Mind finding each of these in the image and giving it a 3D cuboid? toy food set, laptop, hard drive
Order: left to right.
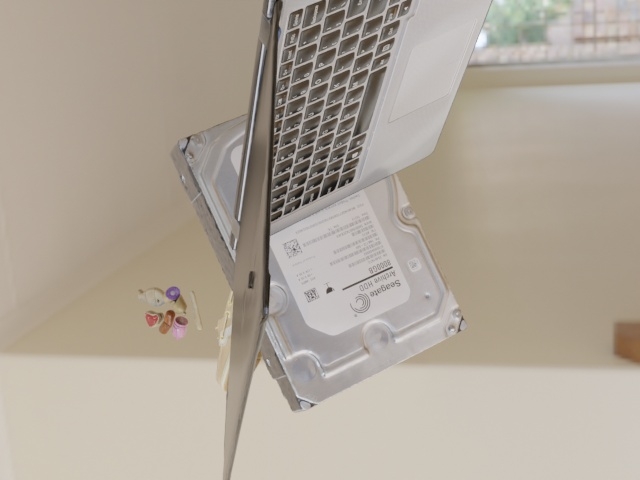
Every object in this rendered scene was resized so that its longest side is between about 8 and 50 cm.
[{"bbox_3d":[-0.219,0.104,1.638,0.019,0.122,0.078,-19,-82,-45],"label":"toy food set"},{"bbox_3d":[0.000,0.000,1.348,0.339,0.237,0.064,66,158,2],"label":"hard drive"},{"bbox_3d":[0.041,-0.031,0.999,0.236,0.408,0.382,54,156,20],"label":"laptop"}]

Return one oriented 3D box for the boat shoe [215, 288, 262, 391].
[{"bbox_3d":[-0.104,0.111,1.500,0.063,0.059,0.170,11,-81,-55],"label":"boat shoe"}]
